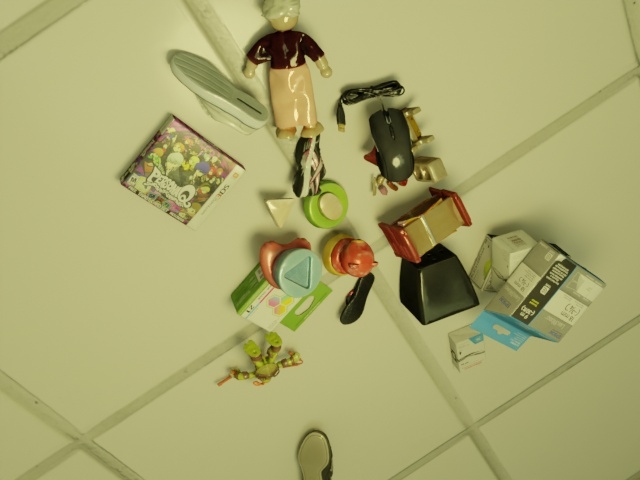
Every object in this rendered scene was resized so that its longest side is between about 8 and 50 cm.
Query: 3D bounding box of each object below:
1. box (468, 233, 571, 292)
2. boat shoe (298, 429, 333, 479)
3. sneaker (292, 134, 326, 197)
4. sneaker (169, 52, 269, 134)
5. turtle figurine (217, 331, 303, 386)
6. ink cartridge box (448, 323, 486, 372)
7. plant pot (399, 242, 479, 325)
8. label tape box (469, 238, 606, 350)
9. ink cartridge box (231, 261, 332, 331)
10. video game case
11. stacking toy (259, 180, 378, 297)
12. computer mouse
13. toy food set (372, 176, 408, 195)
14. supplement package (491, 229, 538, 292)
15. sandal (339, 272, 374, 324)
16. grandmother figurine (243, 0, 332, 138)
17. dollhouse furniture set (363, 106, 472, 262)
[{"bbox_3d":[0.636,0.086,2.114,0.289,0.087,0.169,8,115,-24],"label":"box"},{"bbox_3d":[-0.011,0.773,2.292,0.112,0.095,0.335,9,118,15],"label":"boat shoe"},{"bbox_3d":[-0.021,-0.197,1.702,0.077,0.072,0.178,3,105,-34],"label":"sneaker"},{"bbox_3d":[-0.247,-0.328,1.535,0.258,0.094,0.091,35,136,-20],"label":"sneaker"},{"bbox_3d":[-0.177,0.370,1.945,0.269,0.087,0.217,-11,141,-10],"label":"turtle figurine"},{"bbox_3d":[0.505,0.381,2.257,0.104,0.060,0.180,-21,124,-8],"label":"ink cartridge box"},{"bbox_3d":[0.341,0.117,1.974,0.188,0.187,0.167,-18,112,-9],"label":"plant pot"},{"bbox_3d":[0.636,0.192,1.928,0.240,0.106,0.334,27,105,-31],"label":"label tape box"},{"bbox_3d":[-0.095,0.171,1.884,0.255,0.097,0.189,35,103,-32],"label":"ink cartridge box"},{"bbox_3d":[-0.336,-0.162,1.628,0.232,0.042,0.210,36,101,-33],"label":"video game case"},{"bbox_3d":[0.000,0.000,1.735,0.308,0.130,0.280,-17,110,-28],"label":"stacking toy"},{"bbox_3d":[0.136,-0.272,1.639,0.184,0.060,0.262,-7,84,-2],"label":"computer mouse"},{"bbox_3d":[0.195,-0.164,1.842,0.122,0.019,0.078,-14,121,-24],"label":"toy food set"},{"bbox_3d":[0.582,0.077,1.971,0.105,0.105,0.179,-16,122,-12],"label":"supplement package"},{"bbox_3d":[0.109,0.174,2.004,0.067,0.040,0.179,22,95,-36],"label":"sandal"},{"bbox_3d":[-0.079,-0.413,1.544,0.207,0.104,0.343,-6,120,-3],"label":"grandmother figurine"},{"bbox_3d":[0.233,-0.149,1.790,0.201,0.152,0.374,-32,107,-12],"label":"dollhouse furniture set"}]
